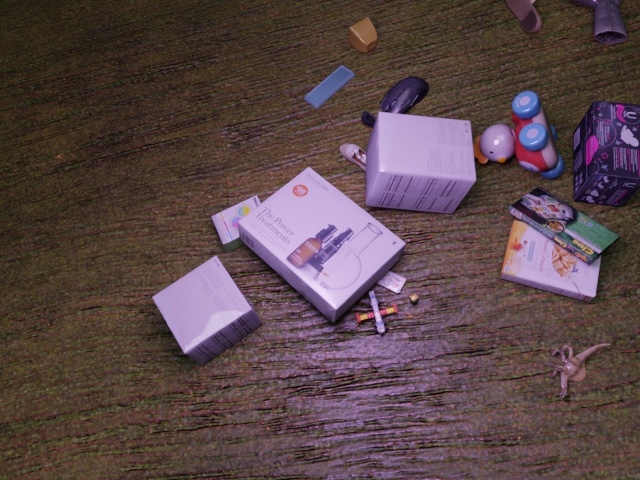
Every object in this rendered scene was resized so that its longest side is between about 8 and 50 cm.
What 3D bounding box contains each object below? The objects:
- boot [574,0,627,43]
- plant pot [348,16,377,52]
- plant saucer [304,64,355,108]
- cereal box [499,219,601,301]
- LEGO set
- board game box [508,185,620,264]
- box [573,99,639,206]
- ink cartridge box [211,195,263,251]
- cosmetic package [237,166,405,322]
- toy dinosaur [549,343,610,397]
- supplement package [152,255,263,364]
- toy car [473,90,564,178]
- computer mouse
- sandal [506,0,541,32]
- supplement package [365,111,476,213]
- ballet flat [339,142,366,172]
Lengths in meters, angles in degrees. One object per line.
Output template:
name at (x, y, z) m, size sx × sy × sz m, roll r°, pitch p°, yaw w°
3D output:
boot at (0.932, -0.762, 1.811) m, size 0.190 × 0.076 × 0.208 m, roll 9°, pitch 73°, yaw 14°
plant pot at (0.155, -0.709, 1.877) m, size 0.082 × 0.081 × 0.083 m, roll -34°, pitch 77°, yaw -9°
plant saucer at (0.031, -0.531, 1.839) m, size 0.192 × 0.018 × 0.067 m, roll -43°, pitch 67°, yaw -14°
cereal box at (0.629, 0.053, 1.465) m, size 0.240 × 0.047 × 0.172 m, roll 15°, pitch 65°, yaw 14°
LEGO set at (0.140, 0.145, 1.480) m, size 0.244 × 0.060 × 0.182 m, roll 25°, pitch 71°, yaw 21°
board game box at (0.667, -0.047, 1.480) m, size 0.136 × 0.030 × 0.260 m, roll -29°, pitch 53°, yaw -27°
box at (0.815, -0.243, 1.520) m, size 0.142 × 0.163 × 0.247 m, roll 9°, pitch 66°, yaw 8°
ink cartridge box at (-0.210, -0.062, 1.622) m, size 0.209 × 0.062 × 0.108 m, roll -25°, pitch 64°, yaw -5°
cosmetic package at (0.000, 0.000, 1.499) m, size 0.377 × 0.097 × 0.284 m, roll 40°, pitch 63°, yaw 19°
toy dinosaur at (0.635, 0.307, 1.353) m, size 0.093 × 0.053 × 0.183 m, roll 40°, pitch 83°, yaw 6°
supplement package at (-0.303, 0.192, 1.464) m, size 0.203 × 0.149 × 0.194 m, roll -34°, pitch 65°, yaw -9°
toy car at (0.559, -0.277, 1.581) m, size 0.238 × 0.219 × 0.210 m, roll -18°, pitch 60°, yaw 31°
computer mouse at (0.276, -0.434, 1.737) m, size 0.262 × 0.060 × 0.184 m, roll -39°, pitch 65°, yaw -11°
sandal at (0.721, -0.821, 1.870) m, size 0.079 × 0.088 × 0.239 m, roll -4°, pitch 67°, yaw -29°
supplement package at (0.274, -0.216, 1.530) m, size 0.263 × 0.198 × 0.199 m, roll 5°, pitch 65°, yaw -5°
ballet flat at (0.126, -0.264, 1.680) m, size 0.168 × 0.052 × 0.057 m, roll 41°, pitch 76°, yaw 23°
